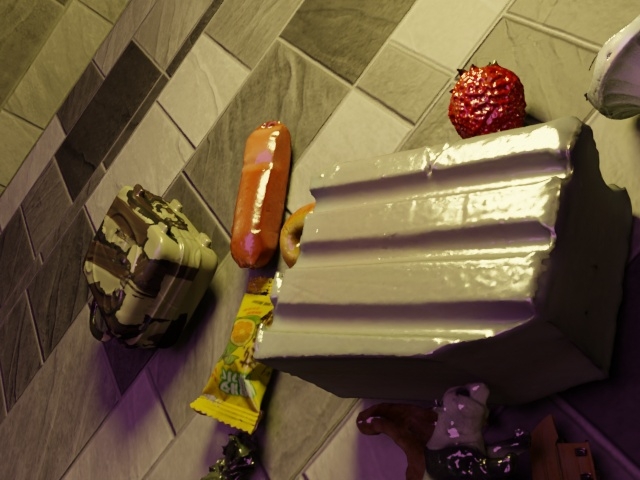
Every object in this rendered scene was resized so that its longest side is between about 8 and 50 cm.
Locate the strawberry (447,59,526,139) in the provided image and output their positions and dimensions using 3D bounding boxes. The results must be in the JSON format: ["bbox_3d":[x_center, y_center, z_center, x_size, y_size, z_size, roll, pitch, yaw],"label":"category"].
[{"bbox_3d":[0.261,-0.198,1.036,0.131,0.131,0.148,-1,69,44],"label":"strawberry"}]

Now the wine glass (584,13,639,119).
[{"bbox_3d":[0.459,-0.185,0.811,0.165,0.164,0.196,-48,48,14],"label":"wine glass"}]

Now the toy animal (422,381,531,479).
[{"bbox_3d":[0.173,0.276,0.745,0.121,0.093,0.225,3,94,33],"label":"toy animal"}]

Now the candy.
[{"bbox_3d":[-0.126,0.202,1.226,0.187,0.081,0.297,1,58,45],"label":"candy"}]

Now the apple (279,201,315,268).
[{"bbox_3d":[0.000,0.000,1.184,0.146,0.146,0.147,-23,54,35],"label":"apple"}]

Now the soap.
[{"bbox_3d":[0.162,0.049,0.898,0.434,0.213,0.351,-9,50,42],"label":"soap"}]

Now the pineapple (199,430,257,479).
[{"bbox_3d":[-0.191,0.449,1.137,0.125,0.125,0.251,19,77,48],"label":"pineapple"}]

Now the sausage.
[{"bbox_3d":[-0.122,-0.097,1.376,0.097,0.094,0.349,-7,61,27],"label":"sausage"}]

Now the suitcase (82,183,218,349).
[{"bbox_3d":[-0.401,0.082,1.479,0.339,0.193,0.351,-60,40,10],"label":"suitcase"}]

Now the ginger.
[{"bbox_3d":[0.185,0.317,0.858,0.166,0.080,0.333,-40,43,6],"label":"ginger"}]

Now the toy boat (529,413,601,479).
[{"bbox_3d":[0.286,0.298,0.749,0.077,0.057,0.201,-7,41,15],"label":"toy boat"}]
